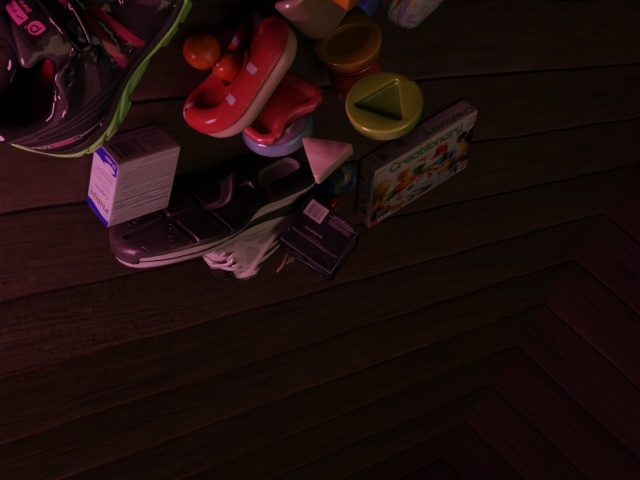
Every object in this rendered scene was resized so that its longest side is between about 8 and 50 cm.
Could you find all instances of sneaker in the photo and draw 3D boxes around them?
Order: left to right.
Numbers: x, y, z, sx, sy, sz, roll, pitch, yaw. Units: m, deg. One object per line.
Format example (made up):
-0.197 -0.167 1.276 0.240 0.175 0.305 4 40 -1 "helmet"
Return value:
-0.308 -0.302 1.462 0.202 0.185 0.483 -12 137 -51 "sneaker"
-0.198 0.010 2.050 0.447 0.169 0.257 -24 144 -39 "sneaker"

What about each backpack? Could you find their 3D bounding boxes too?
0.174 -0.468 1.969 0.182 0.115 0.152 -44 155 3 "backpack"

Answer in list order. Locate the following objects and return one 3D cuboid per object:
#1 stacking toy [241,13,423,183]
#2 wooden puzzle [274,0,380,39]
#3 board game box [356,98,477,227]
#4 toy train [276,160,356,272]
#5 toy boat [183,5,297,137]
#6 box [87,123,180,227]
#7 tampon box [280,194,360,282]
0.024 -0.216 1.937 0.309 0.279 0.130 -34 149 -12 "stacking toy"
0.088 -0.462 1.766 0.348 0.080 0.322 -50 175 7 "wooden puzzle"
0.214 -0.173 2.491 0.305 0.053 0.193 -32 149 -24 "board game box"
-0.016 -0.053 2.311 0.143 0.105 0.248 -37 159 -51 "toy train"
-0.153 -0.282 1.783 0.151 0.151 0.231 25 109 -29 "toy boat"
-0.311 -0.108 1.840 0.126 0.072 0.137 -22 144 -38 "box"
0.000 0.000 2.123 0.101 0.120 0.161 -55 175 -7 "tampon box"
